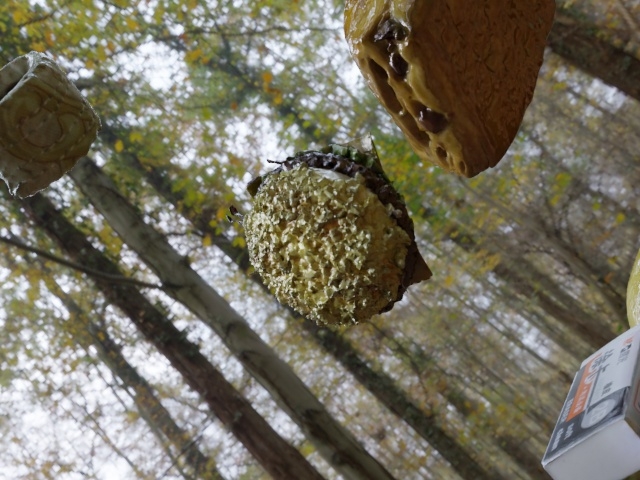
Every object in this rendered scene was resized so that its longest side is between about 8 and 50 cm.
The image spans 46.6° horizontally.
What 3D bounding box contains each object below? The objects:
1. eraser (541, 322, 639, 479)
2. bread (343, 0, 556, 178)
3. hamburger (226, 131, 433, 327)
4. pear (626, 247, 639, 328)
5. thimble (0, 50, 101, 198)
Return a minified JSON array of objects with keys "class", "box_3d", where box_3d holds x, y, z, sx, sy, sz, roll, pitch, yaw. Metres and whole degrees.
[{"class":"eraser","box_3d":[0.156,0.086,0.393,0.052,0.029,0.122,-45,-8,31]},{"class":"bread","box_3d":[0.112,-0.194,0.637,0.210,0.099,0.235,45,-120,-43]},{"class":"hamburger","box_3d":[0.000,0.000,0.930,0.261,0.243,0.138,-20,11,39]},{"class":"pear","box_3d":[0.579,0.078,0.973,0.348,0.348,0.348,-37,-28,-24]},{"class":"thimble","box_3d":[-0.430,-0.169,1.094,0.190,0.137,0.143,-59,-43,-28]}]
